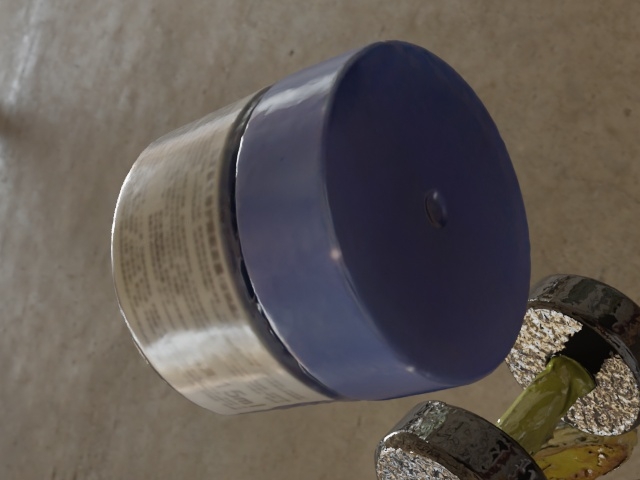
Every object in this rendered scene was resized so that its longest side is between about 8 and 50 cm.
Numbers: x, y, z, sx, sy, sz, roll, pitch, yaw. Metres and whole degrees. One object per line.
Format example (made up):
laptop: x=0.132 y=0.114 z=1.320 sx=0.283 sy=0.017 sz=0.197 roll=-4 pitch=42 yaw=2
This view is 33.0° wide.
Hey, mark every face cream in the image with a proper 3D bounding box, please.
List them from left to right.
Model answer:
face cream: x=0.000 y=0.000 z=0.810 sx=0.225 sy=0.249 sz=0.249 roll=-14 pitch=66 yaw=39

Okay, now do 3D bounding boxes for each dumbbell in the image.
dumbbell: x=0.233 y=0.203 z=1.221 sx=0.322 sy=0.204 sz=0.203 roll=-40 pitch=23 yaw=-31

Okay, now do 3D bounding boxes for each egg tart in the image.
egg tart: x=0.315 y=0.276 z=1.474 sx=0.234 sy=0.234 sz=0.094 roll=-36 pitch=51 yaw=39

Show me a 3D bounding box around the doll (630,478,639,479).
doll: x=0.110 y=0.151 z=0.223 sx=0.158 sy=0.246 sz=0.340 roll=65 pitch=170 yaw=-2
